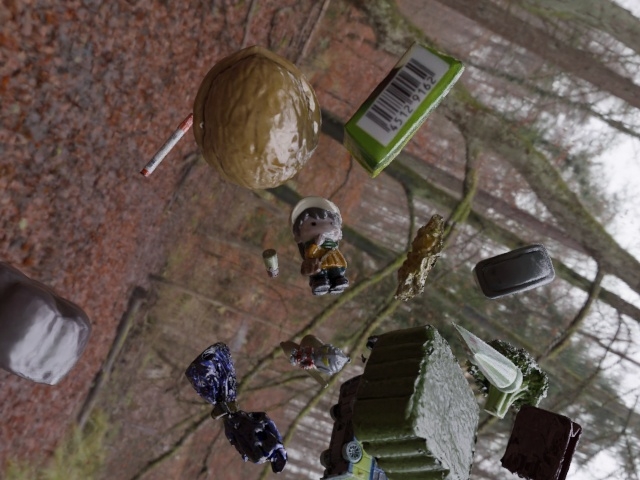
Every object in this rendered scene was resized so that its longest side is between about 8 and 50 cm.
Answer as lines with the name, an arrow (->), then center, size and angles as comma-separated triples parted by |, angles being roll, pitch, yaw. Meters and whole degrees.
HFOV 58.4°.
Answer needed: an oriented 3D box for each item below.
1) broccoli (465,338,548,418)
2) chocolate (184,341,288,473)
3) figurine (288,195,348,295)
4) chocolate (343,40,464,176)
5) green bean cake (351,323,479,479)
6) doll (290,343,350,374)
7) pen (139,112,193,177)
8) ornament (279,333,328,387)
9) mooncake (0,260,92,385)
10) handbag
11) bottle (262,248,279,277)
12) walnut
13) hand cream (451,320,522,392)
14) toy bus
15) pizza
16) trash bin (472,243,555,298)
broccoli -> 0.670, 0.499, 2.071 | 0.235, 0.288, 0.260 | 6, 102, -60
chocolate -> -0.203, 0.414, 1.371 | 0.126, 0.343, 0.148 | -43, 163, 21
figurine -> -0.008, 0.017, 1.873 | 0.204, 0.185, 0.333 | 146, -60, -68
chocolate -> 0.187, -0.316, 1.414 | 0.301, 0.137, 0.289 | -49, 178, 1
green bean cake -> 0.218, 0.404, 1.364 | 0.218, 0.335, 0.319 | -21, -157, 32
doll -> 0.001, 0.345, 1.667 | 0.079, 0.180, 0.094 | 104, -11, -57
pen -> -0.434, -0.275, 1.640 | 0.239, 0.028, 0.028 | -56, -177, -19
ornament -> -0.045, 0.413, 2.044 | 0.061, 0.245, 0.230 | -36, 159, -34
mooncake -> -0.515, 0.138, 0.989 | 0.133, 0.245, 0.245 | -57, -175, -14
handbag -> 0.637, 0.599, 1.653 | 0.203, 0.074, 0.216 | -10, -127, 65
bottle -> -0.159, 0.079, 1.843 | 0.063, 0.047, 0.101 | -64, 155, -47
walnut -> -0.147, -0.284, 1.339 | 0.333, 0.332, 0.333 | -159, -90, -82
hand cream -> 0.510, 0.362, 1.740 | 0.093, 0.306, 0.147 | -41, -150, 11
toy bus -> 0.129, 0.582, 1.711 | 0.152, 0.190, 0.312 | -42, -154, 48
pizza -> 0.317, 0.067, 1.868 | 0.223, 0.089, 0.324 | -70, -177, -79
trash bin -> 0.478, 0.080, 1.443 | 0.236, 0.176, 0.101 | 27, 44, -79
